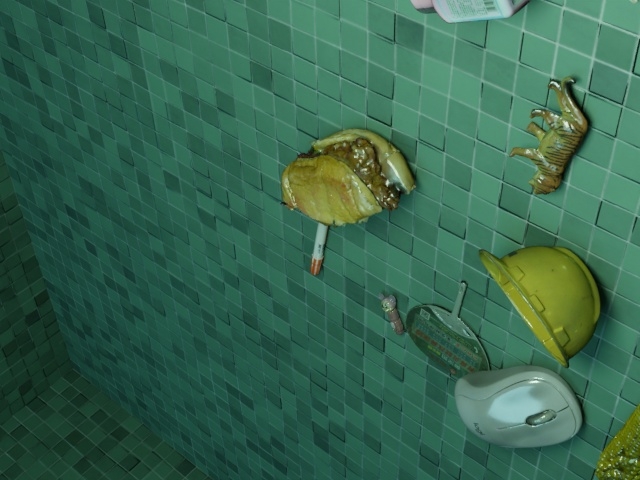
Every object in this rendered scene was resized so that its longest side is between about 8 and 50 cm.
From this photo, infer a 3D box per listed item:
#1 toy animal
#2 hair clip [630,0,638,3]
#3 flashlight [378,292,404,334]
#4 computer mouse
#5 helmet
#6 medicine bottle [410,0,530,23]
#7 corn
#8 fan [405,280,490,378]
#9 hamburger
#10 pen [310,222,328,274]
[{"bbox_3d":[0.379,-0.169,1.566,0.099,0.057,0.241,34,143,12],"label":"toy animal"},{"bbox_3d":[0.455,-0.360,1.272,0.187,0.056,0.146,44,154,4],"label":"hair clip"},{"bbox_3d":[0.163,0.169,2.186,0.052,0.031,0.110,8,129,47],"label":"flashlight"},{"bbox_3d":[0.393,0.352,2.006,0.296,0.121,0.184,-5,117,52],"label":"computer mouse"},{"bbox_3d":[0.410,0.086,1.705,0.257,0.140,0.205,57,-178,12],"label":"helmet"},{"bbox_3d":[0.227,-0.391,1.454,0.188,0.119,0.094,7,132,46],"label":"medicine bottle"},{"bbox_3d":[0.601,0.379,1.813,0.097,0.097,0.320,36,144,21],"label":"corn"},{"bbox_3d":[0.265,0.190,2.106,0.223,0.012,0.294,12,132,46],"label":"fan"},{"bbox_3d":[0.048,-0.125,1.914,0.282,0.155,0.245,40,143,22],"label":"hamburger"},{"bbox_3d":[0.000,0.000,2.217,0.028,0.028,0.239,37,145,20],"label":"pen"}]
